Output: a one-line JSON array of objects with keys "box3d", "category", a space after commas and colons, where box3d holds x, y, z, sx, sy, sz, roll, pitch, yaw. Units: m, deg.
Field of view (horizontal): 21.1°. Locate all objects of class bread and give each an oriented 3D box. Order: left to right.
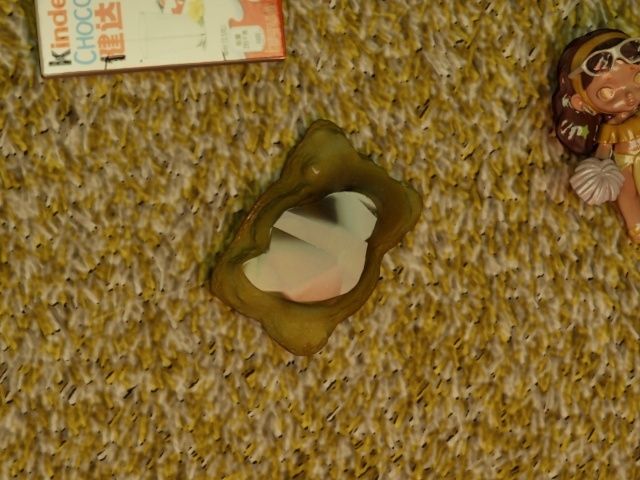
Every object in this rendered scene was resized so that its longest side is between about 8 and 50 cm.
[{"box3d": [0.000, 0.000, 1.827, 0.161, 0.088, 0.233, 34, 83, -3], "category": "bread"}]

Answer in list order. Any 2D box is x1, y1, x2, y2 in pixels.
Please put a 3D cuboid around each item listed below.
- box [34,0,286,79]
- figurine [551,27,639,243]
[{"box3d": [-0.178, -0.316, 1.825, 0.265, 0.048, 0.273, -6, 90, -8], "category": "box"}, {"box3d": [0.333, -0.113, 1.861, 0.175, 0.116, 0.240, -23, 98, -6], "category": "figurine"}]
